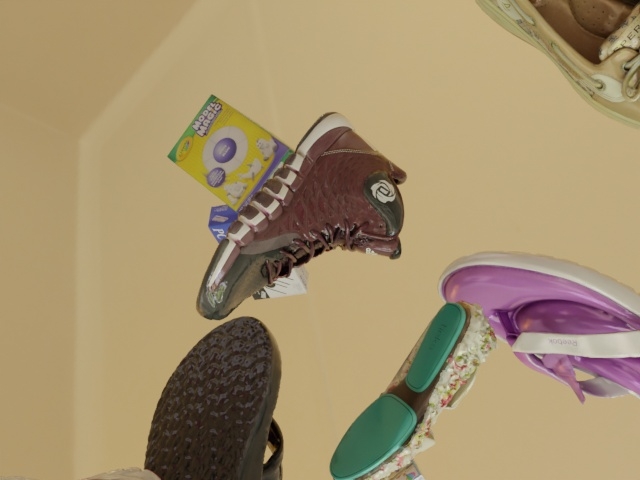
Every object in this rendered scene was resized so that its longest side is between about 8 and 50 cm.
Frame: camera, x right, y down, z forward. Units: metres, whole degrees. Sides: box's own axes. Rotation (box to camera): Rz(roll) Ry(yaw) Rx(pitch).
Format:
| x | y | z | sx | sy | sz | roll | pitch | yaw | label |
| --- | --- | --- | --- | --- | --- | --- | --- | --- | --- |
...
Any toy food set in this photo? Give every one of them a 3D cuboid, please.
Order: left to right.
| x | y | z | sx | sy | sz | roll | pitch | yaw | label |
| --- | --- | --- | --- | --- | --- | --- | --- | --- | --- |
| 0.071 | 0.344 | 1.433 | 0.019 | 0.078 | 0.122 | 55 | -33 | 6 | toy food set |

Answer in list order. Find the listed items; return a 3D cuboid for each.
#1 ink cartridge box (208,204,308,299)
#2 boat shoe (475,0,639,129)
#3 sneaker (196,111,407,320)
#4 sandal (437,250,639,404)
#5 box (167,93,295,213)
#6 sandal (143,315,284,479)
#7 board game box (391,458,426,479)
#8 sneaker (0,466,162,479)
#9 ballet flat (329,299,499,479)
| x | y | z | sx | sy | sz | roll | pitch | yaw | label |
| --- | --- | --- | --- | --- | --- | --- | --- | --- | --- |
| -0.098 | 0.018 | 1.652 | 0.097 | 0.207 | 0.046 | -9 | -131 | 17 | ink cartridge box |
| 0.239 | -0.187 | 0.876 | 0.285 | 0.089 | 0.104 | 37 | -91 | 22 | boat shoe |
| 0.000 | 0.000 | 1.095 | 0.281 | 0.162 | 0.106 | -54 | 173 | -18 | sneaker |
| 0.317 | 0.131 | 1.107 | 0.169 | 0.416 | 0.102 | 98 | 19 | -51 | sandal |
| -0.117 | -0.111 | 1.280 | 0.179 | 0.043 | 0.105 | 37 | -88 | 34 | box |
| -0.117 | 0.297 | 1.146 | 0.168 | 0.107 | 0.445 | -13 | -129 | 25 | sandal |
| 0.113 | 0.454 | 1.854 | 0.154 | 0.026 | 0.103 | -35 | -156 | 1 | board game box |
| -0.283 | 0.288 | 1.016 | 0.111 | 0.252 | 0.103 | 136 | -57 | -86 | sneaker |
| 0.108 | 0.174 | 1.064 | 0.241 | 0.077 | 0.091 | -53 | -146 | 3 | ballet flat |
